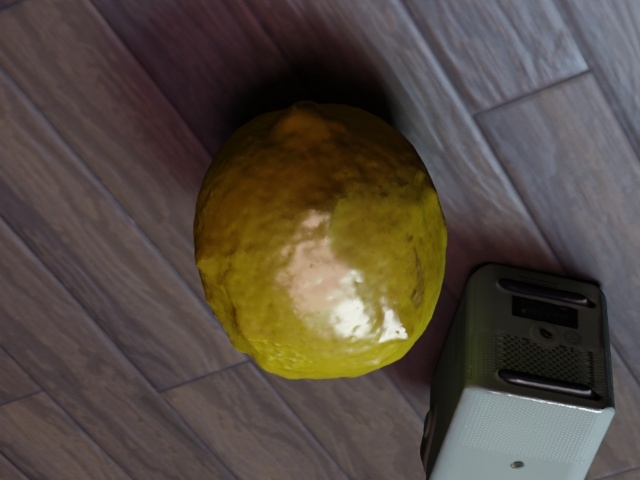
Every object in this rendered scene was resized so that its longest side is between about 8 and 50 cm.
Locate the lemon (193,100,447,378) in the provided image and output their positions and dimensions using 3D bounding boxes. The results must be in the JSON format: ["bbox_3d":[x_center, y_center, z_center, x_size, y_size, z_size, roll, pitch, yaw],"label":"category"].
[{"bbox_3d":[0.000,0.000,1.392,0.234,0.233,0.288,-4,127,9],"label":"lemon"}]

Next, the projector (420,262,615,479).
[{"bbox_3d":[0.197,0.169,1.572,0.163,0.177,0.242,10,133,-2],"label":"projector"}]
